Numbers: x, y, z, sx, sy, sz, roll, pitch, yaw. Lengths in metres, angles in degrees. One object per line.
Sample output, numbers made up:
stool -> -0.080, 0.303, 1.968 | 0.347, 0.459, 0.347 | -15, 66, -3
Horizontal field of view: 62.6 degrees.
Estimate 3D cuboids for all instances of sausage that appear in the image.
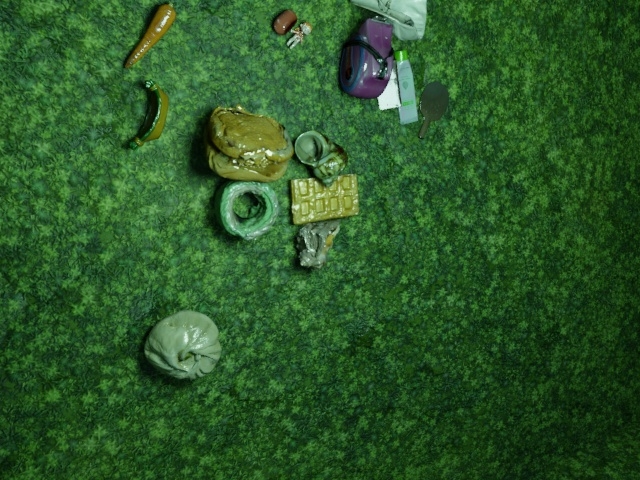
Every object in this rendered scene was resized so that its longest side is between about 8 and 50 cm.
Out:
sausage -> -0.122, -0.751, 1.813 | 0.054, 0.059, 0.094 | 43, 83, -2

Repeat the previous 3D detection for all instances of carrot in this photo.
carrot -> -0.536, -0.644, 1.664 | 0.061, 0.061, 0.257 | 34, 88, -24

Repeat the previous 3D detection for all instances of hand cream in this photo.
hand cream -> 0.326, -0.592, 2.042 | 0.078, 0.050, 0.276 | -9, 109, 7

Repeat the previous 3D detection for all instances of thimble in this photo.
thimble -> -0.259, -0.112, 1.823 | 0.218, 0.150, 0.219 | -4, 100, -22

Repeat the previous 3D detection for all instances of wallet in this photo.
wallet -> 0.256, -0.593, 2.006 | 0.095, 0.026, 0.176 | -11, 106, 0

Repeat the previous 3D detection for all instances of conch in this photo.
conch -> 0.000, 0.000, 1.946 | 0.163, 0.178, 0.245 | 53, 55, -12
conch -> 0.005, -0.291, 1.898 | 0.187, 0.124, 0.182 | -6, 65, -3

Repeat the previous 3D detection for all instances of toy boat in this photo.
toy boat -> -0.547, -0.394, 1.685 | 0.088, 0.089, 0.230 | 11, 99, -38

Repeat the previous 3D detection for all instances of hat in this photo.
hat -> 0.251, -0.850, 1.920 | 0.301, 0.168, 0.258 | 14, 70, -1

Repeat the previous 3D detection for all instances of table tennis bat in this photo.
table tennis bat -> 0.441, -0.521, 2.112 | 0.131, 0.022, 0.235 | 22, 89, -25

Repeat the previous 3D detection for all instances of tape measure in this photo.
tape measure -> 0.171, -0.624, 1.857 | 0.149, 0.245, 0.232 | 1, 83, -24

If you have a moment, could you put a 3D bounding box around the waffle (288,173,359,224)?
waffle -> 0.012, -0.160, 1.977 | 0.273, 0.057, 0.168 | -9, 104, -21

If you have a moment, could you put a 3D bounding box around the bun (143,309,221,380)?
bun -> -0.465, 0.367, 1.821 | 0.259, 0.160, 0.260 | -3, 98, -22

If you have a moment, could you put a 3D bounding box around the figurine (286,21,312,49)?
figurine -> -0.077, -0.720, 1.845 | 0.109, 0.047, 0.064 | -46, 126, 1

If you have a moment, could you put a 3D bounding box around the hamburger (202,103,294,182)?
hamburger -> -0.239, -0.318, 1.749 | 0.318, 0.319, 0.158 | 6, 134, -23
